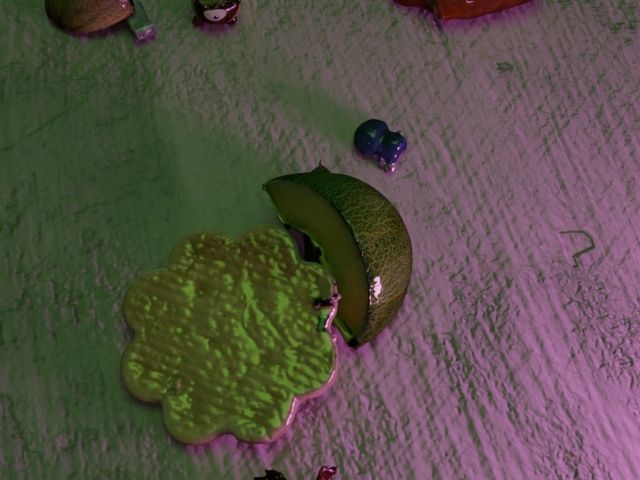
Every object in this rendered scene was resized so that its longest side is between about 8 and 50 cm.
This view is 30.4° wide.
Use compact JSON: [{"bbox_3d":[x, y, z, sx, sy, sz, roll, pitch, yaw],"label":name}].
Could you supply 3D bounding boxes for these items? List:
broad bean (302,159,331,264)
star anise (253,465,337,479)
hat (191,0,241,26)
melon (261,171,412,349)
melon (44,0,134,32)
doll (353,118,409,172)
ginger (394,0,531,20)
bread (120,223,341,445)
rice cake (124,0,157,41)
[{"bbox_3d":[-0.001,-0.001,1.701,0.053,0.052,0.256,4,61,-12],"label":"broad bean"},{"bbox_3d":[-0.049,0.376,1.415,0.346,0.148,0.237,-10,58,-24],"label":"star anise"},{"bbox_3d":[-0.169,-0.375,1.901,0.077,0.059,0.076,-18,47,-23],"label":"hat"},{"bbox_3d":[0.063,-0.008,1.636,0.169,0.129,0.265,-22,79,-42],"label":"melon"},{"bbox_3d":[-0.382,-0.395,1.859,0.160,0.079,0.128,40,82,23],"label":"melon"},{"bbox_3d":[0.094,-0.155,1.810,0.083,0.050,0.076,27,55,11],"label":"doll"},{"bbox_3d":[0.278,-0.440,1.973,0.309,0.107,0.133,-23,78,-15],"label":"ginger"},{"bbox_3d":[-0.118,0.126,1.569,0.316,0.054,0.316,-2,74,7],"label":"bread"},{"bbox_3d":[-0.320,-0.405,1.912,0.043,0.034,0.211,-22,65,-10],"label":"rice cake"}]
